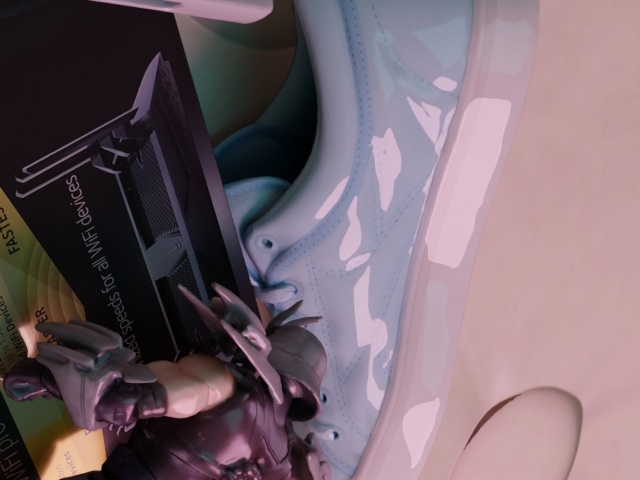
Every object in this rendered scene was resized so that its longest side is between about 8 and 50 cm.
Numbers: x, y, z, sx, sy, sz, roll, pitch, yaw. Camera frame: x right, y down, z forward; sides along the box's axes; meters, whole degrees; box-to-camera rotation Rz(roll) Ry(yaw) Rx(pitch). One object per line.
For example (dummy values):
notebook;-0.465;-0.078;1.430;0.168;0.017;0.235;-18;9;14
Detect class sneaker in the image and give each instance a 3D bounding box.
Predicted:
sneaker;0.000;0.000;0.747;0.150;0.135;0.366;5;116;-12

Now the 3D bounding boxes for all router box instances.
router box;-0.156;0.032;0.630;0.243;0.081;0.308;-33;130;-25

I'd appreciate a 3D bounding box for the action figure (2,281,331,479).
action figure;-0.097;0.126;0.611;0.285;0.099;0.185;-44;127;-20

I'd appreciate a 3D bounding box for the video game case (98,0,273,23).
video game case;-0.100;-0.187;0.538;0.173;0.022;0.190;1;79;-43
